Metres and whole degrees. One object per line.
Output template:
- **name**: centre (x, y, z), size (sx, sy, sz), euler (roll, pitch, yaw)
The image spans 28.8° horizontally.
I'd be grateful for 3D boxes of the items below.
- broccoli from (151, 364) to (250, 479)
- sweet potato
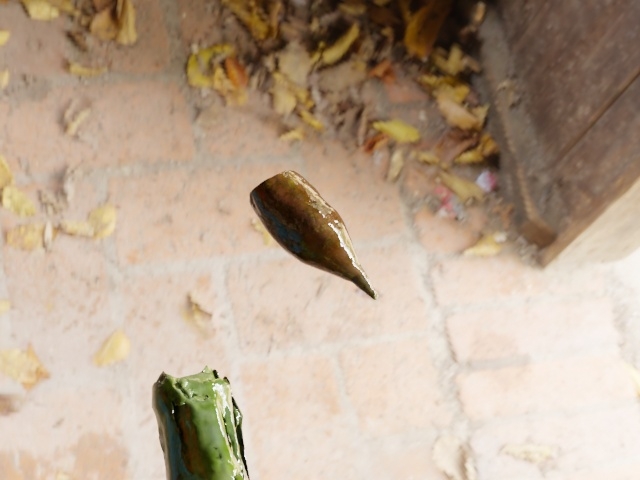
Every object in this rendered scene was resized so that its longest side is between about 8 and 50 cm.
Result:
- **broccoli**: centre (-0.053, 0.240, 0.864), size (0.177, 0.198, 0.275), euler (-14, 55, -4)
- **sweet potato**: centre (0.000, 0.000, 0.889), size (0.117, 0.049, 0.049), euler (46, 64, 6)
